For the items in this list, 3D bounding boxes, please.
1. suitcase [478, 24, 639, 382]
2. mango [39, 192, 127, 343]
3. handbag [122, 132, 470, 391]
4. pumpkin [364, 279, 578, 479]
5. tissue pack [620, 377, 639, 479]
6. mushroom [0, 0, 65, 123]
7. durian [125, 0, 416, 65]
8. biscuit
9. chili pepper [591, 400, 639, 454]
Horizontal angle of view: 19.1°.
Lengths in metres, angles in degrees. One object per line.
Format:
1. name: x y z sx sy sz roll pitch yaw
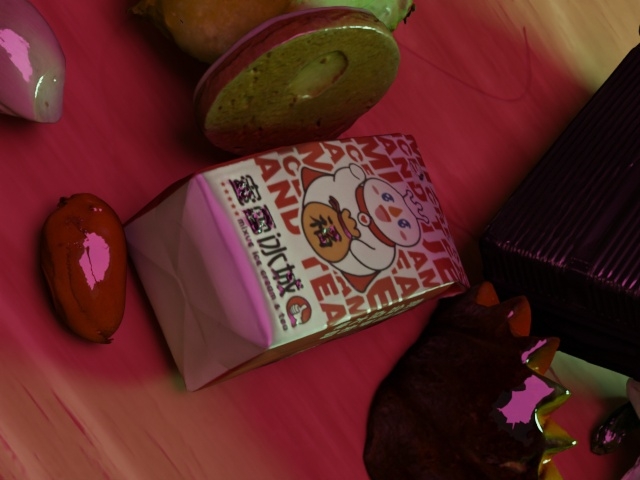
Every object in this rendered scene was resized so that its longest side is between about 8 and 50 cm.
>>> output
1. suitcase: 0.323 -0.036 1.766 0.335 0.230 0.152 -48 141 -29
2. mango: -0.190 0.022 1.560 0.077 0.063 0.127 1 78 -39
3. handbag: 0.000 0.000 1.628 0.298 0.151 0.171 -19 82 -36
4. pumpkin: 0.130 0.161 1.674 0.149 0.130 0.254 -9 84 -32
5. tissue pack: 0.393 0.202 1.806 0.209 0.156 0.148 20 37 -36
6. mushroom: -0.280 -0.181 1.544 0.212 0.088 0.097 51 49 -3
7. durian: -0.017 -0.286 1.662 0.340 0.204 0.255 -16 98 -32
8. biscuit: -0.023 -0.137 1.616 0.049 0.181 0.208 59 13 24
9. chili pepper: 0.295 0.173 1.825 0.091 0.034 0.030 -34 75 -32
